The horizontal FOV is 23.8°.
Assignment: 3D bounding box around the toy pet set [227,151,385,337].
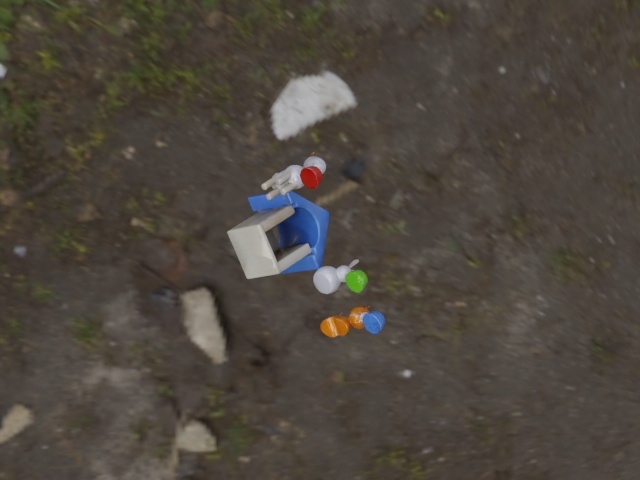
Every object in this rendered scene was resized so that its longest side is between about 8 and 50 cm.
[{"bbox_3d":[0.000,0.000,1.056,0.114,0.065,0.122,-10,107,46],"label":"toy pet set"}]
